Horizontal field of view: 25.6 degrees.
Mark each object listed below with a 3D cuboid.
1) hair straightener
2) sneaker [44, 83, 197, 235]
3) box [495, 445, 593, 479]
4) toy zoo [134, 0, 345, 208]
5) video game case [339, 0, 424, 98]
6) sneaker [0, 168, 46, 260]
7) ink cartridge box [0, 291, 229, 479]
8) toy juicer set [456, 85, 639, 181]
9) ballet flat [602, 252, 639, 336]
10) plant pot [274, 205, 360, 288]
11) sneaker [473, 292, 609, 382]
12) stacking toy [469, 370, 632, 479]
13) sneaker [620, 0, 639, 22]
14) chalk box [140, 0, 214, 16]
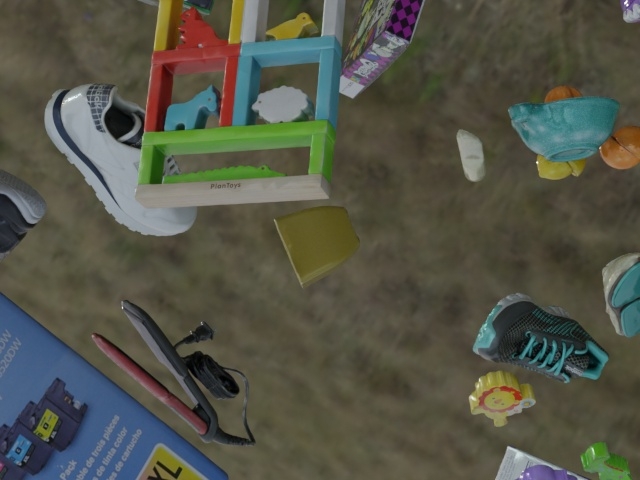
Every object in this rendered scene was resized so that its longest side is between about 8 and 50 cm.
[{"bbox_3d":[-0.118,0.125,1.337,0.047,0.089,0.230,25,162,48],"label":"hair straightener"},{"bbox_3d":[-0.201,-0.085,1.560,0.094,0.090,0.235,-11,141,32],"label":"sneaker"},{"bbox_3d":[0.251,0.311,1.551,0.072,0.126,0.137,24,176,-37],"label":"box"},{"bbox_3d":[-0.073,-0.175,1.371,0.192,0.293,0.030,-3,158,18],"label":"toy zoo"},{"bbox_3d":[0.097,-0.324,1.840,0.041,0.232,0.210,22,161,-12],"label":"video game case"},{"bbox_3d":[-0.433,-0.021,1.495,0.268,0.153,0.101,19,-168,-38],"label":"sneaker"},{"bbox_3d":[-0.288,0.082,0.880,0.270,0.151,0.395,7,150,50],"label":"ink cartridge box"},{"bbox_3d":[0.295,-0.139,1.777,0.328,0.090,0.209,-5,168,-13],"label":"toy juicer set"},{"bbox_3d":[0.318,0.049,1.497,0.052,0.057,0.168,57,172,31],"label":"ballet flat"},{"bbox_3d":[0.000,0.000,1.643,0.081,0.083,0.082,86,160,-84],"label":"plant pot"},{"bbox_3d":[0.198,0.091,1.230,0.076,0.065,0.166,36,-161,35],"label":"sneaker"},{"bbox_3d":[0.220,0.221,1.189,0.221,0.167,0.052,30,126,-34],"label":"stacking toy"},{"bbox_3d":[0.377,-0.316,1.482,0.105,0.095,0.236,65,160,14],"label":"sneaker"},{"bbox_3d":[-0.180,-0.359,1.748,0.132,0.132,0.213,19,-178,-10],"label":"chalk box"}]
